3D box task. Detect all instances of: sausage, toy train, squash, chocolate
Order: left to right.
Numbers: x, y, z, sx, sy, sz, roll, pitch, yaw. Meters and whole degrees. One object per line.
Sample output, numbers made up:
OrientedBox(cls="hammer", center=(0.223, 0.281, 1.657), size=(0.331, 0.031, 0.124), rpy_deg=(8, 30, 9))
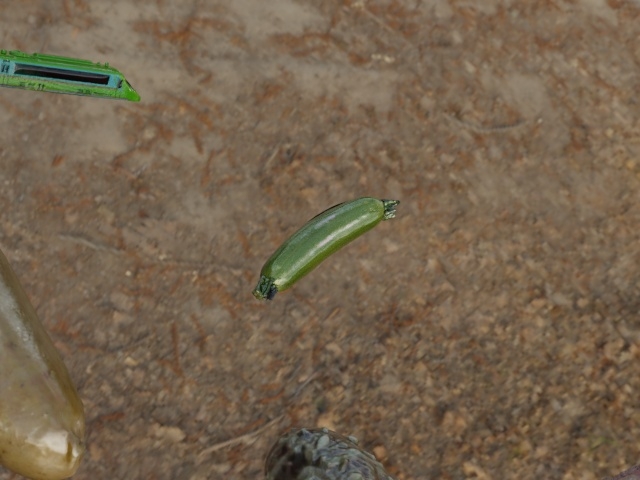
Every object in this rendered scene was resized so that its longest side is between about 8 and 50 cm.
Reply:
OrientedBox(cls="sausage", center=(-0.375, 0.020, 0.964), size=(0.123, 0.136, 0.500), rpy_deg=(-19, 74, -50))
OrientedBox(cls="toy train", center=(-0.309, -0.205, 1.210), size=(0.209, 0.042, 0.044), rpy_deg=(-1, 23, -46))
OrientedBox(cls="squash", center=(-0.002, 0.000, 1.644), size=(0.318, 0.080, 0.071), rpy_deg=(-35, 106, -25))
OrientedBox(cls="chocolate", center=(0.018, 0.494, 1.958), size=(0.225, 0.210, 0.340), rpy_deg=(-45, 45, -10))

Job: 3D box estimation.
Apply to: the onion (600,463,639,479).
OrientedBox(cls="onion", center=(0.252, 0.269, 0.630), size=(0.230, 0.272, 0.256), rpy_deg=(49, 51, -5))
